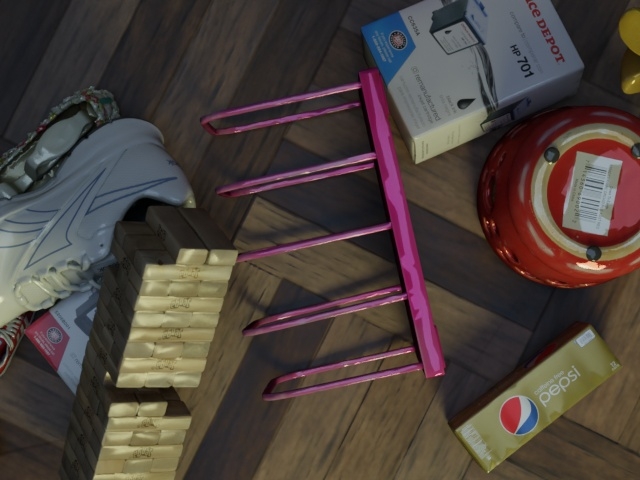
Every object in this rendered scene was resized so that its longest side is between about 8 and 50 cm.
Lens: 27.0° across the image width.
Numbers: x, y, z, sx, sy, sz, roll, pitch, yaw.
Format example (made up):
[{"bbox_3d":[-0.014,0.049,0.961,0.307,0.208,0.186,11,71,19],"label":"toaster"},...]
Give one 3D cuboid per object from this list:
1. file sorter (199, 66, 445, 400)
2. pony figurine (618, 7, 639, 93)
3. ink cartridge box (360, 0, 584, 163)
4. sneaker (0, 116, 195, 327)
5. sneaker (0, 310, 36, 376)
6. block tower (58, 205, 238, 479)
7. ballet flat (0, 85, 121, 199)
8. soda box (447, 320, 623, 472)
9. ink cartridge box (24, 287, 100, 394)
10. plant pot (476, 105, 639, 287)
[{"bbox_3d":[0.000,0.000,1.323,0.182,0.202,0.291,-12,90,1],"label":"file sorter"},{"bbox_3d":[0.472,-0.143,1.283,0.363,0.303,0.351,-32,76,-39],"label":"pony figurine"},{"bbox_3d":[0.154,-0.185,1.372,0.190,0.082,0.140,-24,74,-1],"label":"ink cartridge box"},{"bbox_3d":[-0.255,0.004,1.317,0.297,0.111,0.129,-41,57,-5],"label":"sneaker"},{"bbox_3d":[-0.327,0.090,1.375,0.042,0.067,0.118,20,88,-1],"label":"sneaker"},{"bbox_3d":[-0.176,0.133,1.297,0.091,0.097,0.335,3,116,-29],"label":"block tower"},{"bbox_3d":[-0.302,-0.067,1.373,0.091,0.077,0.241,40,89,0],"label":"ballet flat"},{"bbox_3d":[0.223,0.162,1.395,0.181,0.061,0.058,-37,91,-2],"label":"soda box"},{"bbox_3d":[-0.212,0.085,1.381,0.150,0.063,0.109,-39,91,-1],"label":"ink cartridge box"},{"bbox_3d":[0.265,-0.044,1.344,0.191,0.174,0.191,0,90,-4],"label":"plant pot"}]
